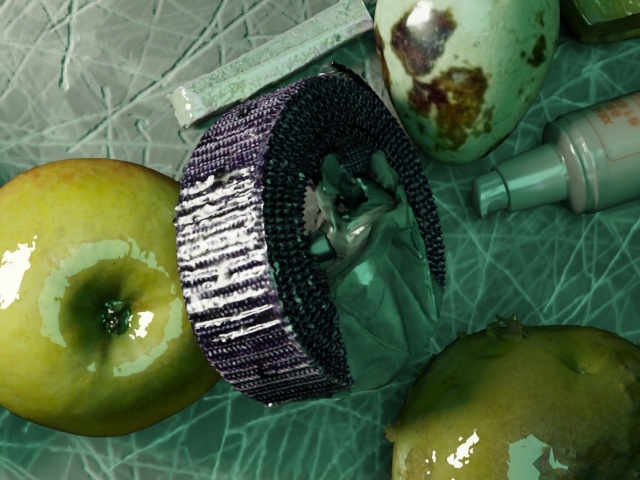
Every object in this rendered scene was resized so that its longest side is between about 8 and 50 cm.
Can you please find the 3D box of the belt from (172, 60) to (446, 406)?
[{"bbox_3d":[0.000,0.000,1.252,0.122,0.325,0.260,-17,111,29],"label":"belt"}]

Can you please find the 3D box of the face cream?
[{"bbox_3d":[0.258,-0.077,1.392,0.252,0.101,0.101,-18,86,-9],"label":"face cream"}]

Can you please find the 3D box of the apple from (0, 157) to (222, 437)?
[{"bbox_3d":[-0.192,0.049,1.264,0.261,0.194,0.261,-1,94,-12],"label":"apple"}]

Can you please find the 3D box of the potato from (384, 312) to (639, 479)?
[{"bbox_3d":[0.183,0.248,1.285,0.270,0.219,0.359,9,84,-15],"label":"potato"}]

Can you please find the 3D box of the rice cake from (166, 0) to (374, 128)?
[{"bbox_3d":[-0.046,-0.168,1.395,0.211,0.034,0.043,-30,85,-9],"label":"rice cake"}]

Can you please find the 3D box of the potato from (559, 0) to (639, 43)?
[{"bbox_3d":[0.312,-0.339,1.426,0.269,0.112,0.255,-19,83,-12],"label":"potato"}]

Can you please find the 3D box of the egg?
[{"bbox_3d":[0.133,-0.184,1.355,0.169,0.169,0.231,4,93,-7],"label":"egg"}]
